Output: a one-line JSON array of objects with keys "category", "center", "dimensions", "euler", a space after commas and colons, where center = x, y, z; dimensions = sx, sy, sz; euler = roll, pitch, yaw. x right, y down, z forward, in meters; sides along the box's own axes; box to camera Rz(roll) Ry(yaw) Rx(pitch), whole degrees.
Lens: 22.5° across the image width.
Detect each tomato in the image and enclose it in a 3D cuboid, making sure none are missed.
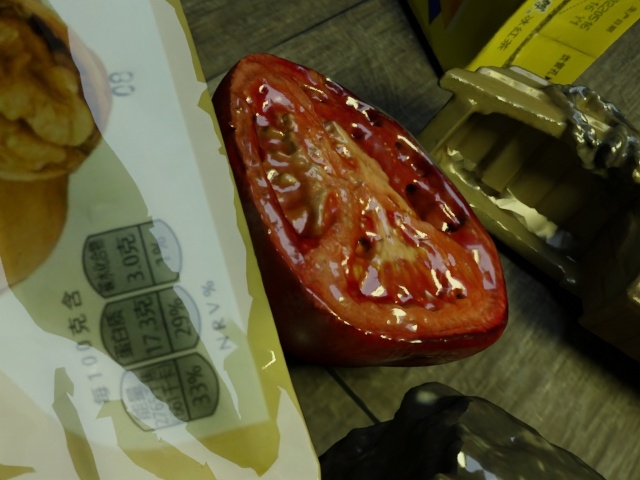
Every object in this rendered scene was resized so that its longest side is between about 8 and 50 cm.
[{"category": "tomato", "center": [0.003, -0.005, 0.814], "dimensions": [0.166, 0.082, 0.174], "euler": [3, 54, -44]}]

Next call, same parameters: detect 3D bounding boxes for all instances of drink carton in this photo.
[{"category": "drink carton", "center": [0.112, -0.277, 1.209], "dimensions": [0.111, 0.154, 0.351], "euler": [13, 42, -42]}]

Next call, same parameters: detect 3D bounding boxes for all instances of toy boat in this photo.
[{"category": "toy boat", "center": [0.236, 0.037, 1.019], "dimensions": [0.445, 0.136, 0.162], "euler": [34, 28, -10]}]

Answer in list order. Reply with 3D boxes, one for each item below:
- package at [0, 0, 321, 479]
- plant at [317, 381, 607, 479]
[{"category": "package", "center": [-0.161, -0.019, 0.542], "dimensions": [0.221, 0.165, 0.311], "euler": [-13, 79, -28]}, {"category": "plant", "center": [0.105, 0.204, 0.579], "dimensions": [0.320, 0.181, 0.194], "euler": [47, 38, -8]}]
